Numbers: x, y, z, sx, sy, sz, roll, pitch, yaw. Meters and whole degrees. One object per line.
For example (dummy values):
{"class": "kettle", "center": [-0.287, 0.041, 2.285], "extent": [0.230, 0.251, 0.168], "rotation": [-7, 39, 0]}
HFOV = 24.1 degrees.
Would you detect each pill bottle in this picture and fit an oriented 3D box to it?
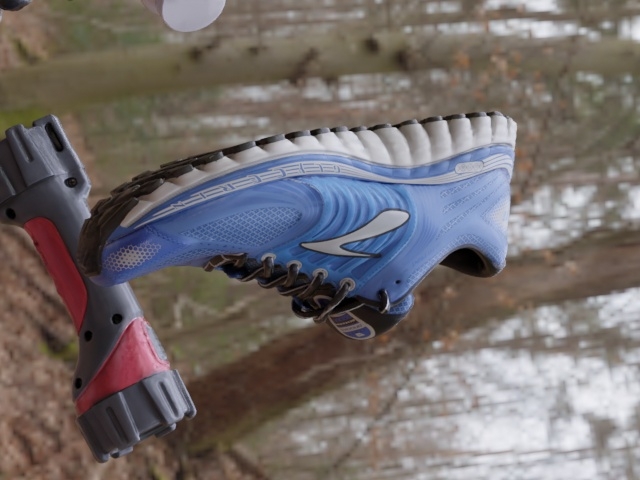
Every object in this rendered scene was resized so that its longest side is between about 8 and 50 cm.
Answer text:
{"class": "pill bottle", "center": [-0.147, -0.271, 1.439], "extent": [0.086, 0.086, 0.152], "rotation": [99, -29, -45]}

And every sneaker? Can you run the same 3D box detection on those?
{"class": "sneaker", "center": [0.000, 0.000, 1.005], "extent": [0.130, 0.330, 0.147], "rotation": [-6, -88, 64]}

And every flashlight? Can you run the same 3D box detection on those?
{"class": "flashlight", "center": [-0.223, 0.046, 1.349], "extent": [0.103, 0.103, 0.304], "rotation": [-38, -102, 46]}

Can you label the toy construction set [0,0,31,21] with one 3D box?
{"class": "toy construction set", "center": [-0.351, -0.230, 1.170], "extent": [0.309, 0.257, 0.237], "rotation": [-14, -57, 47]}
